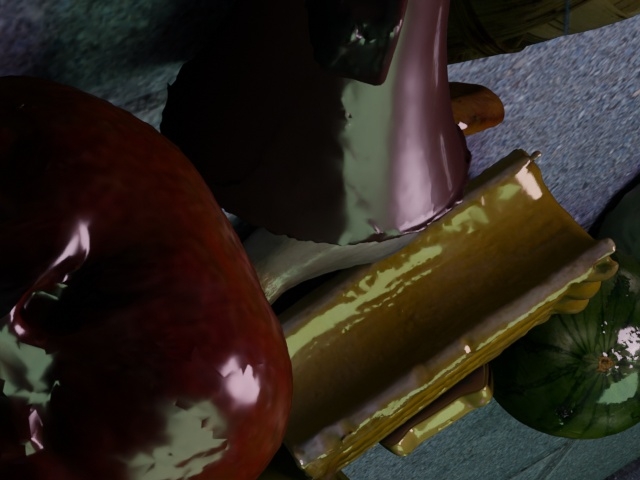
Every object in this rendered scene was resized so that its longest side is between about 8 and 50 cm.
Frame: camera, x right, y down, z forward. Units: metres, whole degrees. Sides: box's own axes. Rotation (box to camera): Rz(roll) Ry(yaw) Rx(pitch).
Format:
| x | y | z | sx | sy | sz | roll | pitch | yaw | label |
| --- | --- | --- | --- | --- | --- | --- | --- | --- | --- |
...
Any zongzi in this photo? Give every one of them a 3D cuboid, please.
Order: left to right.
| x | y | z | sx | sy | sz | roll | pitch | yaw | label |
| --- | --- | --- | --- | --- | --- | --- | --- | --- | --- |
| 0.106 | -0.203 | 0.854 | 0.242 | 0.112 | 0.221 | -17 | 151 | 18 | zongzi |

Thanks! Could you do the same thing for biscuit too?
| x | y | z | sx | sy | sz | roll | pitch | yaw | label |
| --- | --- | --- | --- | --- | --- | --- | --- | --- | --- |
| 0.050 | -0.092 | 0.922 | 0.224 | 0.144 | 0.033 | -15 | 107 | -41 | biscuit |

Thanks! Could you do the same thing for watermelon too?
| x | y | z | sx | sy | sz | roll | pitch | yaw | label |
| --- | --- | --- | --- | --- | --- | --- | --- | --- | --- |
| 0.299 | 0.115 | 1.505 | 0.242 | 0.242 | 0.242 | -31 | 156 | -16 | watermelon |

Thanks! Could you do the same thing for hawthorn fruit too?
| x | y | z | sx | sy | sz | roll | pitch | yaw | label |
| --- | --- | --- | --- | --- | --- | --- | --- | --- | --- |
| -0.160 | 0.068 | 0.722 | 0.295 | 0.295 | 0.311 | -31 | 152 | -16 | hawthorn fruit |

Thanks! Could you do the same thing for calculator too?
| x | y | z | sx | sy | sz | roll | pitch | yaw | label |
| --- | --- | --- | --- | --- | --- | --- | --- | --- | --- |
| 0.117 | 0.161 | 1.430 | 0.157 | 0.033 | 0.236 | -34 | -164 | 4 | calculator |

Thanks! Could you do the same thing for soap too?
| x | y | z | sx | sy | sz | roll | pitch | yaw | label |
| --- | --- | --- | --- | --- | --- | --- | --- | --- | --- |
| 0.091 | 0.085 | 1.219 | 0.335 | 0.156 | 0.293 | -36 | 172 | -3 | soap |

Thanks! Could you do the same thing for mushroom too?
| x | y | z | sx | sy | sz | roll | pitch | yaw | label |
| --- | --- | --- | --- | --- | --- | --- | --- | --- | --- |
| 0.000 | 0.000 | 1.057 | 0.225 | 0.093 | 0.116 | -37 | 179 | -14 | mushroom |

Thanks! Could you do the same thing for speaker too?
| x | y | z | sx | sy | sz | roll | pitch | yaw | label |
| --- | --- | --- | --- | --- | --- | --- | --- | --- | --- |
| 0.001 | -0.145 | 0.676 | 0.259 | 0.198 | 0.329 | -47 | 159 | -37 | speaker |

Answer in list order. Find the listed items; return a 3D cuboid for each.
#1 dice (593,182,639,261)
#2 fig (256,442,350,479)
| x | y | z | sx | sy | sz | roll | pitch | yaw | label |
| --- | --- | --- | --- | --- | --- | --- | --- | --- | --- |
| 0.549 | 0.056 | 1.634 | 0.322 | 0.330 | 0.318 | -21 | 150 | -31 | dice |
| -0.091 | 0.375 | 1.396 | 0.316 | 0.316 | 0.316 | -31 | 156 | -16 | fig |
